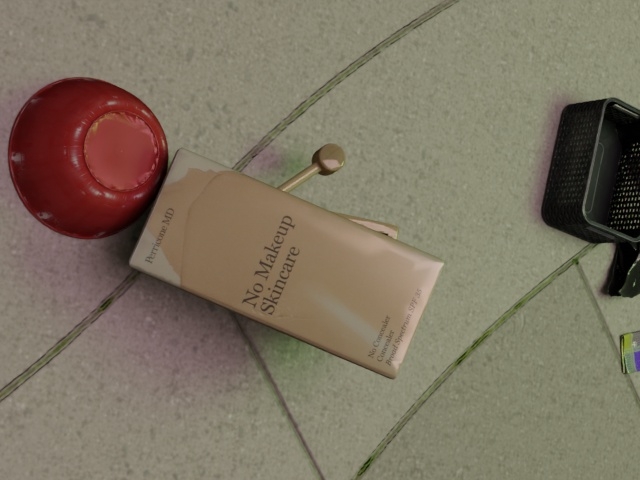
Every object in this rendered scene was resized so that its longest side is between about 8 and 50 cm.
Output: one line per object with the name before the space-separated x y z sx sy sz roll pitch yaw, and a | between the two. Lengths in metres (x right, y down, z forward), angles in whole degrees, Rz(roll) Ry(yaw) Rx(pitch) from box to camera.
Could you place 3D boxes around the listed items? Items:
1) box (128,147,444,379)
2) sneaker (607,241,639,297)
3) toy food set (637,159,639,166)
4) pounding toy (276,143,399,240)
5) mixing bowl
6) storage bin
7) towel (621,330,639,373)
box | -0.039 0.026 1.475 0.311 0.121 0.148 22 87 -3
sneaker | 0.463 0.009 1.918 0.089 0.051 0.170 24 79 -34
toy food set | 0.495 -0.101 1.948 0.083 0.020 0.082 47 57 -2
pounding toy | -0.008 -0.008 1.600 0.181 0.094 0.206 12 81 -12
mixing bowl | -0.233 -0.092 1.456 0.181 0.098 0.181 0 89 -32
storage bin | 0.389 -0.094 1.857 0.122 0.084 0.180 20 77 -30
towel | 0.465 0.158 1.940 0.083 0.009 0.060 -5 92 -32
